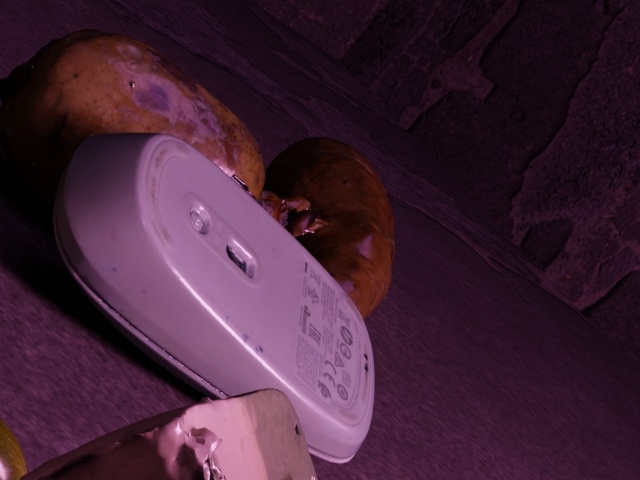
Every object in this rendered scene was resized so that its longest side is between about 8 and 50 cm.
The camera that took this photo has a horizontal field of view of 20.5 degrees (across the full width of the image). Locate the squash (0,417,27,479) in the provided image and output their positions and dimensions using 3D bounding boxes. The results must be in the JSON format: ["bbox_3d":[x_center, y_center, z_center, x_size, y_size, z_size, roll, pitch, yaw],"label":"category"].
[{"bbox_3d":[-0.230,0.051,0.730,0.318,0.071,0.080,32,14,-36],"label":"squash"}]

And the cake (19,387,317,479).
[{"bbox_3d":[-0.016,0.184,0.657,0.283,0.172,0.158,44,13,14],"label":"cake"}]

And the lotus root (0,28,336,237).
[{"bbox_3d":[-0.118,-0.049,1.326,0.278,0.154,0.154,34,11,-15],"label":"lotus root"}]

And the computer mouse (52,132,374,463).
[{"bbox_3d":[-0.076,0.044,1.217,0.288,0.097,0.159,45,28,-30],"label":"computer mouse"}]

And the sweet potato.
[{"bbox_3d":[0.005,0.002,1.640,0.130,0.130,0.423,36,18,-15],"label":"sweet potato"}]
